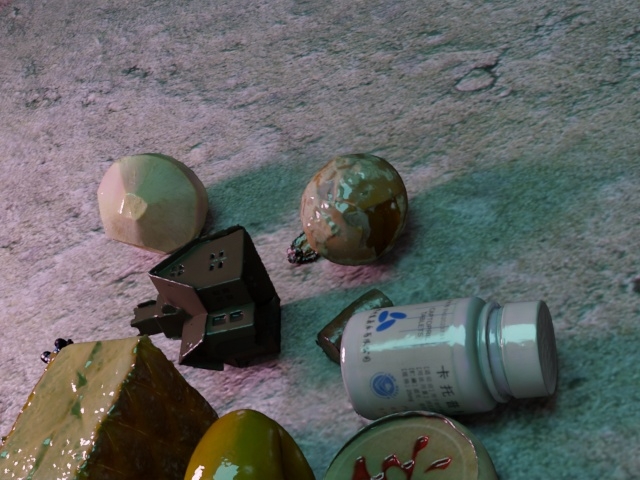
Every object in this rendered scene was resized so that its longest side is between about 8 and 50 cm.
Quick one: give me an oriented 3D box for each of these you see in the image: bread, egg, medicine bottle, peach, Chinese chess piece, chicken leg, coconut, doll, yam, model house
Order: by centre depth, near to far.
[{"bbox_3d":[0.120,0.351,1.342,0.249,0.103,0.250,-18,37,15],"label":"Chinese chess piece"},{"bbox_3d":[-0.088,0.354,1.345,0.153,0.251,0.251,-8,43,16],"label":"peach"},{"bbox_3d":[0.189,0.171,1.444,0.292,0.170,0.170,-9,42,23],"label":"medicine bottle"},{"bbox_3d":[-0.318,0.327,1.515,0.207,0.279,0.279,-8,44,29],"label":"bread"},{"bbox_3d":[0.062,0.146,1.631,0.127,0.084,0.084,-38,38,-16],"label":"yam"},{"bbox_3d":[-0.213,0.133,1.706,0.243,0.211,0.204,-14,38,11],"label":"model house"},{"bbox_3d":[0.063,-0.059,1.766,0.194,0.195,0.233,4,35,36],"label":"egg"},{"bbox_3d":[-0.003,-0.003,1.871,0.145,0.037,0.062,-38,61,-9],"label":"chicken leg"},{"bbox_3d":[-0.489,0.250,1.877,0.096,0.070,0.195,-50,32,0],"label":"doll"},{"bbox_3d":[-0.346,-0.078,2.039,0.237,0.236,0.197,29,98,48],"label":"coconut"}]
